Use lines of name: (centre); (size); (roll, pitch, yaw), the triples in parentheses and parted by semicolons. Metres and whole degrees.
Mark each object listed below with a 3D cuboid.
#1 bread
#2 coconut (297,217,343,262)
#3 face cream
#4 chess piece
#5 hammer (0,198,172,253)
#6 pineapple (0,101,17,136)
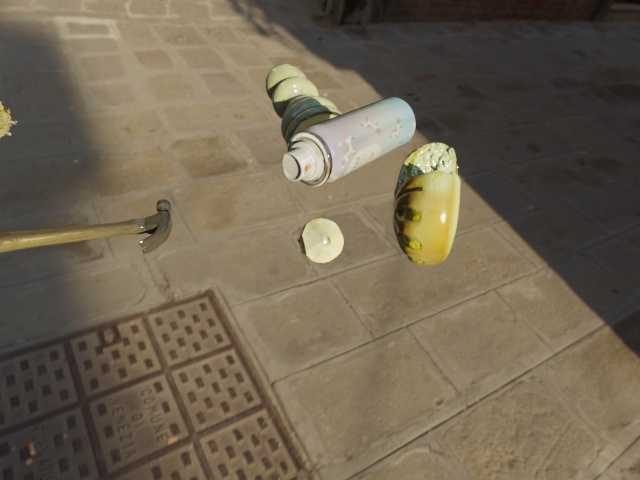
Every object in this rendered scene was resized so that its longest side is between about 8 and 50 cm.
bread: (0.276, -0.090, 1.239); (0.159, 0.333, 0.333); (6, 42, 7)
coconut: (0.000, 0.000, 1.199); (0.116, 0.116, 0.122); (6, -1, -11)
face cream: (0.038, -0.129, 0.604); (0.075, 0.075, 0.229); (37, 45, 22)
chess piece: (-0.045, -0.287, 0.973); (0.133, 0.133, 0.243); (-8, 52, -24)
hammer: (-0.579, -0.015, 1.088); (0.438, 0.044, 0.168); (-7, 42, -9)
pineapple: (-0.410, -0.155, 0.572); (0.045, 0.083, 0.019); (-35, 85, -9)
